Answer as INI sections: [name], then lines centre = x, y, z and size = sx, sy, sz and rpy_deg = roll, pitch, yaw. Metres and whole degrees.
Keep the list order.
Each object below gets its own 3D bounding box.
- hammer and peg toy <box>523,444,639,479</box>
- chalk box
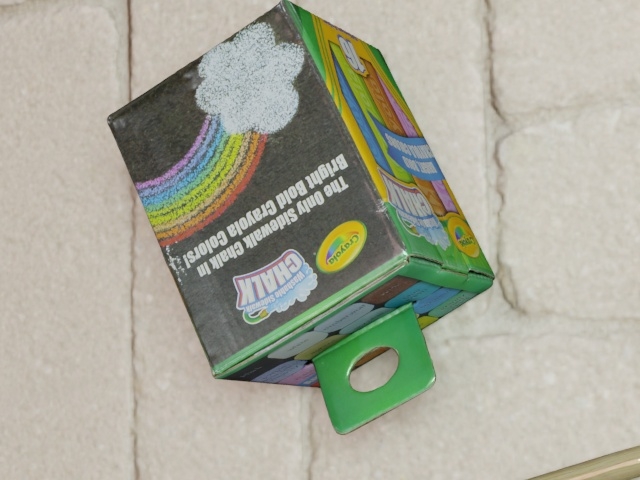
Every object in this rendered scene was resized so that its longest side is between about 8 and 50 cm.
[hammer and peg toy]
centre = 0.137, 0.282, 1.055
size = 0.266, 0.127, 0.361
rpy_deg = -34, 51, 14
[chalk box]
centre = 0.000, 0.000, 1.188
size = 0.180, 0.179, 0.289
rpy_deg = -31, 71, 20
